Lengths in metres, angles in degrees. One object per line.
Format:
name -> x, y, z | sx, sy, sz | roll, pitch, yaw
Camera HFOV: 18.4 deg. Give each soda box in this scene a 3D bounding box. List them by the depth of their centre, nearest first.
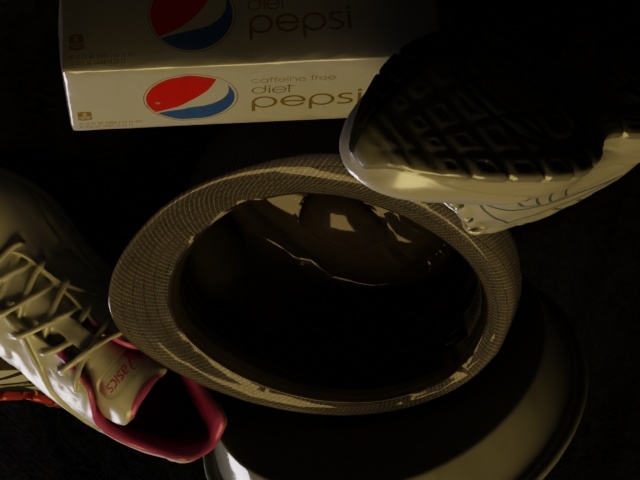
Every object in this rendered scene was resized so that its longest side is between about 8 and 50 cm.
soda box -> -0.041, -0.114, 1.148 | 0.216, 0.069, 0.074 | -3, 155, -3

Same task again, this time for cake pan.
cake pan -> 0.045, 0.103, 1.435 | 0.293, 0.293, 0.054 | -10, 130, 14

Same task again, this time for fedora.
fedora -> 0.000, 0.000, 1.315 | 0.275, 0.124, 0.244 | 18, 132, -20

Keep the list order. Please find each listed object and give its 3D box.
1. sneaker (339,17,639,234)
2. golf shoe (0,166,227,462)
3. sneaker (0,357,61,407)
sneaker -> 0.108, -0.048, 1.144 | 0.297, 0.111, 0.129 | -8, 148, -51
golf shoe -> -0.174, 0.049, 1.348 | 0.306, 0.115, 0.140 | 41, 175, -35
sneaker -> -0.211, 0.063, 1.485 | 0.276, 0.097, 0.135 | -4, 142, -29
